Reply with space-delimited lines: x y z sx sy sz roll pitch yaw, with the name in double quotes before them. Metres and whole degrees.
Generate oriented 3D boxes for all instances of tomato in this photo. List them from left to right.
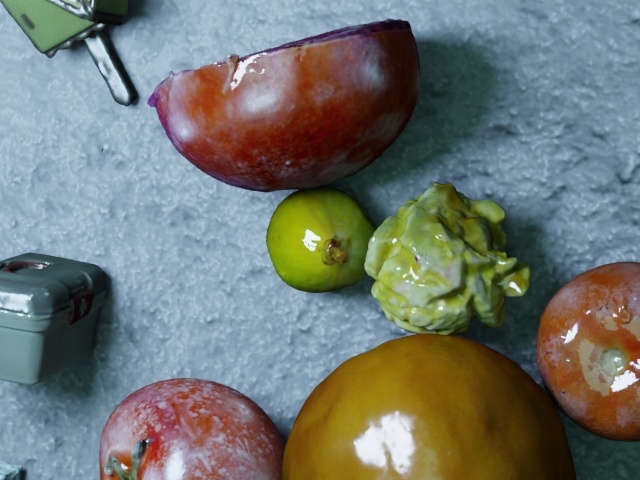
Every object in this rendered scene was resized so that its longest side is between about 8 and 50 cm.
"tomato" -0.151 0.304 1.573 0.227 0.270 0.270 3 93 -32
"tomato" -0.039 -0.146 1.516 0.335 0.289 0.176 -12 92 4
"tomato" 0.357 0.129 1.484 0.208 0.184 0.208 2 95 23

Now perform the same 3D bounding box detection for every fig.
"fig" 0.003 0.000 1.597 0.153 0.121 0.136 12 92 37

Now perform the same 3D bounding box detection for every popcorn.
"popcorn" 0.152 0.031 1.529 0.187 0.185 0.167 -30 122 -6

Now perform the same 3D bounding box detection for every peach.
"peach" 0.124 0.265 1.475 0.343 0.343 0.302 -24 57 12

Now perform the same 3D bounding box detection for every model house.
"model house" -0.313 -0.304 1.614 0.205 0.218 0.279 -24 91 13

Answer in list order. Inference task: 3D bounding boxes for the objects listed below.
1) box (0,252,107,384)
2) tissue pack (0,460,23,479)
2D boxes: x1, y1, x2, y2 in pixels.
"box" -0.375 0.097 1.637 0.148 0.210 0.129 10 101 12
"tissue pack" -0.525 0.416 1.741 0.185 0.081 0.257 12 94 13
